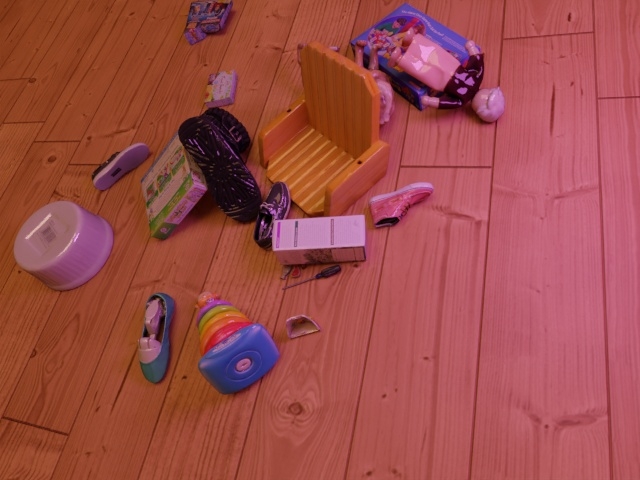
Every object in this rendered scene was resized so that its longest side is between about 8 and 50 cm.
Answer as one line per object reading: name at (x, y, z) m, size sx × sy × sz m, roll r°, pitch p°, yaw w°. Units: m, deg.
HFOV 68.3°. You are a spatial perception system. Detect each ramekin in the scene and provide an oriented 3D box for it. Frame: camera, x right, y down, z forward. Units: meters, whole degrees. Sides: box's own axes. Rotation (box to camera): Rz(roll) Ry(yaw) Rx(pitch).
ramekin at (-0.818, 0.008, 1.491) m, size 0.278 × 0.135 × 0.276 m, roll -8°, pitch 60°, yaw 15°

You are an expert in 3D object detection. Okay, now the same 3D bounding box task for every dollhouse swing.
dollhouse swing at (-0.022, -0.299, 1.297) m, size 0.315 × 0.305 × 0.347 m, roll -42°, pitch 59°, yaw -7°

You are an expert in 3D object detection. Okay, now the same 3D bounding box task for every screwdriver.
screwdriver at (-0.024, 0.102, 1.251) m, size 0.170 × 0.025 × 0.024 m, roll -24°, pitch 58°, yaw 15°

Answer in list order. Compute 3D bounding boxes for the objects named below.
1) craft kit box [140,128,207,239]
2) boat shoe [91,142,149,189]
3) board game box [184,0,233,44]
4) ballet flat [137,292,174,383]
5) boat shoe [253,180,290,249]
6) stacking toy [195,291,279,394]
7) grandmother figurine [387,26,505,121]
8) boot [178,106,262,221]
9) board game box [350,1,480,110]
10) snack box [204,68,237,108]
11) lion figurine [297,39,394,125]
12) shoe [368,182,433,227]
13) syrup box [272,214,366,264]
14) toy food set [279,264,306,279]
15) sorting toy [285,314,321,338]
craft kit box at (-0.458, -0.172, 1.455) m, size 0.250 × 0.061 × 0.246 m, roll -42°, pitch 50°, yaw 28°
boat shoe at (-0.704, -0.271, 1.645) m, size 0.228 × 0.080 × 0.076 m, roll -42°, pitch 59°, yaw 2°
board game box at (-0.461, -0.881, 1.903) m, size 0.194 × 0.060 × 0.194 m, roll 7°, pitch 66°, yaw 21°
ballet flat at (-0.451, 0.252, 1.264) m, size 0.083 × 0.087 × 0.247 m, roll -9°, pitch 61°, yaw 13°
boat shoe at (-0.140, -0.078, 1.333) m, size 0.075 × 0.065 × 0.205 m, roll 6°, pitch 77°, yaw 31°
stacking toy at (-0.250, 0.217, 1.200) m, size 0.175 × 0.165 × 0.302 m, roll -33°, pitch 42°, yaw -12°
grandmother figurine at (0.367, -0.453, 1.308) m, size 0.342 × 0.104 × 0.207 m, roll 37°, pitch 112°, yaw 3°
boot at (-0.272, -0.243, 1.440) m, size 0.131 × 0.347 × 0.260 m, roll -25°, pitch 15°, yaw 11°
board game box at (0.290, -0.585, 1.481) m, size 0.233 × 0.078 × 0.347 m, roll -37°, pitch 58°, yaw -3°
snack box at (-0.357, -0.546, 1.698) m, size 0.101 × 0.037 × 0.141 m, roll -7°, pitch 61°, yaw 13°
lion figurine at (0.067, -0.486, 1.471) m, size 0.392 × 0.142 × 0.239 m, roll 17°, pitch 110°, yaw 41°
shoe at (0.217, -0.090, 1.248) m, size 0.178 × 0.063 × 0.081 m, roll -15°, pitch 60°, yaw 16°
syrup box at (0.000, 0.000, 1.231) m, size 0.237 × 0.093 × 0.096 m, roll -2°, pitch 62°, yaw 8°
toy food set at (-0.064, 0.050, 1.286) m, size 0.078 × 0.019 × 0.122 m, roll 5°, pitch 64°, yaw 21°
sorting toy at (-0.050, 0.204, 1.165) m, size 0.084 × 0.075 × 0.044 m, roll -18°, pitch 59°, yaw 8°
